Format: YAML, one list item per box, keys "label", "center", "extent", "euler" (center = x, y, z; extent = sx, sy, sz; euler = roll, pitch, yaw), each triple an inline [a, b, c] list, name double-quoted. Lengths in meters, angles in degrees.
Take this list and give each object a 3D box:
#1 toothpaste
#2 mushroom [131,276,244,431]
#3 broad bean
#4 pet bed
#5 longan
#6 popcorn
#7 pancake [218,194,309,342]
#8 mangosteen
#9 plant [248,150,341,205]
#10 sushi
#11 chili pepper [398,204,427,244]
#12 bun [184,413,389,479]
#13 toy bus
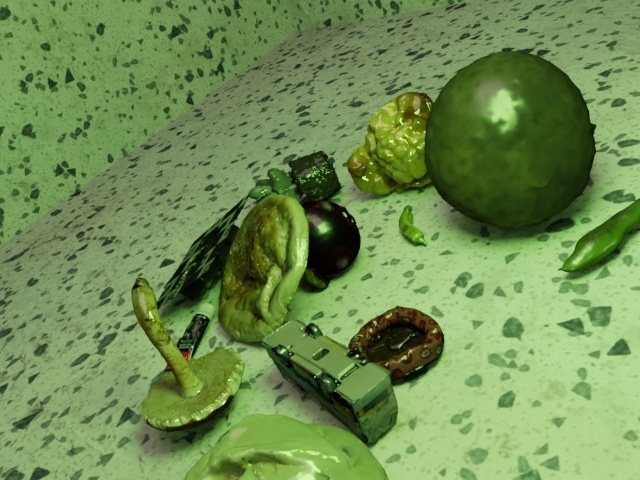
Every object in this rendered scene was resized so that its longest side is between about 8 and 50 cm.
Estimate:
- label: "toothpaste"
  center: [-0.313, 0.239, 1.669]
  extent: [0.071, 0.045, 0.194]
  euler: [-6, 40, 30]
- label: "mushroom"
  center: [-0.322, 0.263, 1.407]
  extent: [0.208, 0.301, 0.233]
  euler: [-53, 10, 16]
- label: "broad bean"
  center: [0.607, -0.025, 1.376]
  extent: [0.325, 0.067, 0.075]
  euler: [-33, 39, -11]
- label: "pet bed"
  center: [0.148, 0.207, 1.361]
  extent: [0.201, 0.054, 0.201]
  euler: [-23, 25, 11]
- label: "longan"
  center: [0.419, -0.220, 1.514]
  extent: [0.390, 0.391, 0.391]
  euler: [-18, 30, 11]
- label: "popcorn"
  center: [0.231, -0.252, 1.882]
  extent: [0.332, 0.225, 0.265]
  euler: [-40, 50, -7]
- label: "pancake"
  center: [-0.144, 0.062, 1.622]
  extent: [0.387, 0.082, 0.387]
  euler: [-37, 44, 45]
- label: "mangosteen"
  center: [0.000, 0.000, 1.671]
  extent: [0.209, 0.210, 0.210]
  euler: [-18, 30, 11]
- label: "plant"
  center: [-0.081, -0.161, 2.033]
  extent: [0.274, 0.149, 0.146]
  euler: [-21, 29, 13]
- label: "sushi"
  center: [-0.293, 0.066, 1.873]
  extent: [0.296, 0.100, 0.373]
  euler: [-36, 20, 33]
- label: "chili pepper"
  center: [0.222, -0.043, 1.721]
  extent: [0.048, 0.043, 0.208]
  euler: [-33, 27, 12]
- label: "bun"
  center: [-0.068, 0.407, 1.031]
  extent: [0.364, 0.219, 0.365]
  euler: [-16, 33, 10]
- label: "toy bus"
  center: [0.014, 0.259, 1.299]
  extent: [0.112, 0.138, 0.317]
  euler: [-31, 28, -22]
